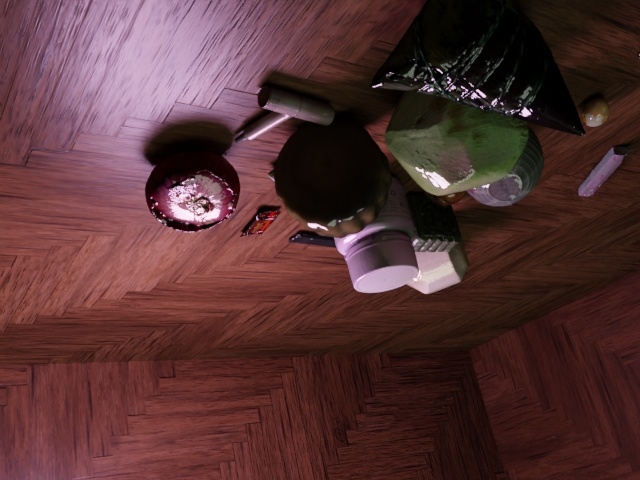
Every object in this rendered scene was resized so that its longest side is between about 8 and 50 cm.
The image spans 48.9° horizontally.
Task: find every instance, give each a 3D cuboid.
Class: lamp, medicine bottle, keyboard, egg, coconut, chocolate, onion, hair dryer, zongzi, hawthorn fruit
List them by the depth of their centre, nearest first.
[{"bbox_3d":[0.360,-0.344,1.407,0.384,0.362,0.319,7,132,-33],"label":"zongzi"},{"bbox_3d":[0.302,-0.253,1.643,0.329,0.328,0.281,-6,166,-13],"label":"coconut"},{"bbox_3d":[-0.105,-0.277,1.693,0.195,0.053,0.220,7,151,-39],"label":"hair dryer"},{"bbox_3d":[-0.325,-0.132,1.783,0.248,0.161,0.248,-17,151,-10],"label":"onion"},{"bbox_3d":[0.488,-0.215,1.917,0.233,0.233,0.265,-17,131,10],"label":"lamp"},{"bbox_3d":[0.754,-0.352,1.924,0.071,0.071,0.083,-13,153,1],"label":"egg"},{"bbox_3d":[0.378,-0.186,2.071,0.189,0.149,0.149,-46,180,-38],"label":"hawthorn fruit"},{"bbox_3d":[0.161,-0.019,2.092,0.241,0.302,0.241,-10,157,-5],"label":"medicine bottle"},{"bbox_3d":[-0.189,-0.053,2.193,0.086,0.028,0.182,-8,158,-28],"label":"chocolate"},{"bbox_3d":[0.000,-0.001,2.411,0.231,0.023,0.072,7,157,-37],"label":"keyboard"},{"bbox_3d":[0.379,0.065,2.479,0.266,0.237,0.237,-17,156,12],"label":"coconut"}]

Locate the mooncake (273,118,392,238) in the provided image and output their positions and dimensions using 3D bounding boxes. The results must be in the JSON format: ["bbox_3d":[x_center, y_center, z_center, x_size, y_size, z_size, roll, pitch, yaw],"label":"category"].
[{"bbox_3d":[0.037,-0.149,1.764,0.290,0.290,0.161,-17,161,12],"label":"mooncake"}]

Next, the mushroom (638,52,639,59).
[{"bbox_3d":[0.907,-0.447,1.766,0.210,0.094,0.072,-14,154,-7],"label":"mushroom"}]

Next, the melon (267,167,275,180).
[{"bbox_3d":[-0.035,-0.161,1.929,0.203,0.139,0.093,-15,179,0],"label":"melon"}]

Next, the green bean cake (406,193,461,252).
[{"bbox_3d":[0.347,-0.056,2.247,0.183,0.185,0.094,2,150,-27],"label":"green bean cake"}]

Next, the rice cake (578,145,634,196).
[{"bbox_3d":[0.943,-0.224,2.331,0.081,0.051,0.290,-8,157,-9],"label":"rice cake"}]
